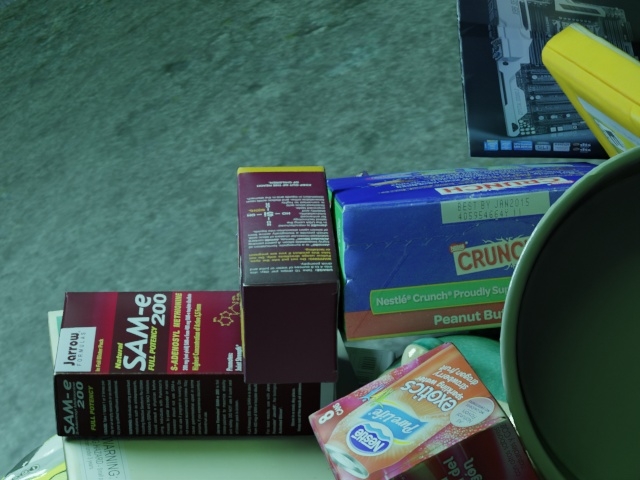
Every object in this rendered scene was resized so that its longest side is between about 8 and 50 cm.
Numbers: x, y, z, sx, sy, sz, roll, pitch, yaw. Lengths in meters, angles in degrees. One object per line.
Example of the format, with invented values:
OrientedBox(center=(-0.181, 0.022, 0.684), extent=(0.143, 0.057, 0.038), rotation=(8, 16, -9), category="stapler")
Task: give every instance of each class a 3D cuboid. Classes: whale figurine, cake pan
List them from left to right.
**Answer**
OrientedBox(center=(0.153, 0.144, 1.388), extent=(0.141, 0.216, 0.272), rotation=(-48, 13, -27), category="whale figurine")
OrientedBox(center=(0.265, 0.073, 1.229), extent=(0.293, 0.293, 0.054), rotation=(-28, 1, -5), category="cake pan")

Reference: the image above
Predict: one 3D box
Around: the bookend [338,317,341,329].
OrientedBox(center=(0.031, 0.041, 1.816), extent=(0.157, 0.072, 0.156), rotation=(-49, 46, -12), category="bookend")

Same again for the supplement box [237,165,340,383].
OrientedBox(center=(-0.030, 0.027, 1.512), extent=(0.080, 0.104, 0.188), rotation=(-1, 33, -4), category="supplement box")

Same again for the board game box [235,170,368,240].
OrientedBox(center=(0.000, 0.000, 1.974), extent=(0.170, 0.048, 0.141), rotation=(-27, 27, -2), category="board game box")

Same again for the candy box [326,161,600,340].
OrientedBox(center=(0.142, 0.000, 1.571), extent=(0.268, 0.122, 0.317), rotation=(-4, 4, -2), category="candy box")

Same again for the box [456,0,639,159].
OrientedBox(center=(0.283, -0.176, 1.615), extent=(0.307, 0.242, 0.076), rotation=(3, 54, 10), category="box")

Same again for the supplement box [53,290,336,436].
OrientedBox(center=(-0.108, 0.106, 1.550), extent=(0.239, 0.073, 0.130), rotation=(-1, 33, -2), category="supplement box")

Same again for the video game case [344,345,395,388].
OrientedBox(center=(-0.045, 0.165, 1.648), extent=(0.206, 0.026, 0.227), rotation=(6, 33, 7), category="video game case")

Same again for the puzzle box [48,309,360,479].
OrientedBox(center=(-0.088, 0.180, 1.551), extent=(0.272, 0.052, 0.409), rotation=(-5, 33, -10), category="puzzle box")

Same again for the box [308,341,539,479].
OrientedBox(center=(0.106, 0.219, 1.242), extent=(0.122, 0.257, 0.128), rotation=(-27, 26, -2), category="box")

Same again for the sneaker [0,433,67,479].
OrientedBox(center=(-0.287, 0.296, 1.585), extent=(0.384, 0.145, 0.147), rotation=(-38, 29, -20), category="sneaker")

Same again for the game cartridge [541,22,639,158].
OrientedBox(center=(0.325, -0.025, 1.462), extent=(0.052, 0.285, 0.324), rotation=(-39, 26, 3), category="game cartridge")
